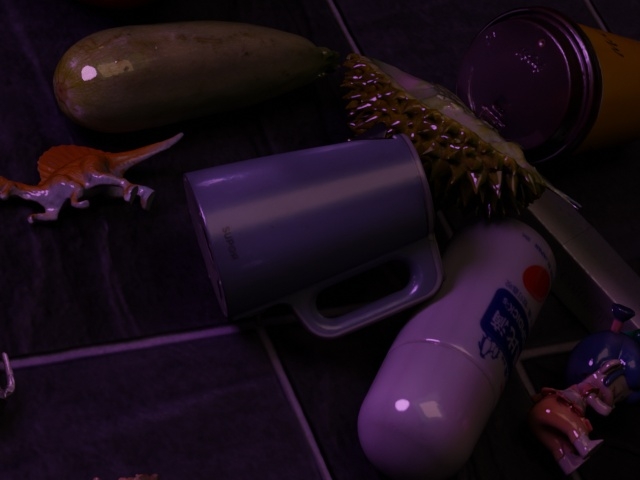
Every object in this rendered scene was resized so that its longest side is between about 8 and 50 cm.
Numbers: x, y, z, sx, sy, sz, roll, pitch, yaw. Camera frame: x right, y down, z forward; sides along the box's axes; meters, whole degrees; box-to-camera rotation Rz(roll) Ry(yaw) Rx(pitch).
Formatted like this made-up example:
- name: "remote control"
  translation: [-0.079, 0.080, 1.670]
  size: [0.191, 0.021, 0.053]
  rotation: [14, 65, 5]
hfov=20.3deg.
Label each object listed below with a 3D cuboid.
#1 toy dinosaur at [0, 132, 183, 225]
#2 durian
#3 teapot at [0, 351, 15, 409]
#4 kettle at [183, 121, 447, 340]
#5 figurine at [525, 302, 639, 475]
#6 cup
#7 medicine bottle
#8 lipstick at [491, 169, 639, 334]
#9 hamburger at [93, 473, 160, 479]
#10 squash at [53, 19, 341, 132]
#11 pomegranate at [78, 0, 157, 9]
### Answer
- name: "toy dinosaur"
  translation: [-0.252, -0.071, 1.939]
  size: [0.142, 0.057, 0.212]
  rotation: [19, 33, 13]
- name: "durian"
  translation: [0.127, -0.130, 2.040]
  size: [0.169, 0.157, 0.355]
  rotation: [-19, 35, -21]
- name: "teapot"
  translation: [-0.328, 0.134, 1.726]
  size: [0.067, 0.057, 0.083]
  rotation: [-7, 66, -28]
- name: "kettle"
  translation: [0.000, 0.000, 1.883]
  size: [0.243, 0.160, 0.210]
  rotation: [-15, 89, -7]
- name: "figurine"
  translation: [0.305, 0.162, 1.989]
  size: [0.102, 0.111, 0.195]
  rotation: [45, 50, 9]
- name: "cup"
  translation: [0.309, -0.187, 2.203]
  size: [0.280, 0.196, 0.196]
  rotation: [-4, 55, -48]
- name: "medicine bottle"
  translation: [0.144, 0.122, 1.925]
  size: [0.130, 0.130, 0.341]
  rotation: [33, 47, 0]
- name: "lipstick"
  translation: [0.330, 0.056, 2.116]
  size: [0.068, 0.066, 0.317]
  rotation: [-28, 71, -40]
- name: "hamburger"
  translation: [-0.207, 0.336, 1.574]
  size: [0.243, 0.146, 0.286]
  rotation: [35, 45, -8]
- name: "squash"
  translation: [-0.138, -0.198, 2.043]
  size: [0.371, 0.118, 0.118]
  rotation: [-14, 62, -36]
- name: "pomegranate"
  translation: [-0.252, -0.380, 2.070]
  size: [0.257, 0.221, 0.221]
  rotation: [17, 48, -1]
